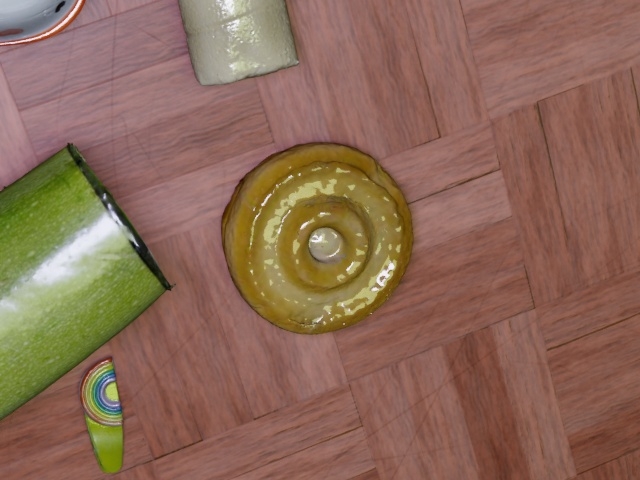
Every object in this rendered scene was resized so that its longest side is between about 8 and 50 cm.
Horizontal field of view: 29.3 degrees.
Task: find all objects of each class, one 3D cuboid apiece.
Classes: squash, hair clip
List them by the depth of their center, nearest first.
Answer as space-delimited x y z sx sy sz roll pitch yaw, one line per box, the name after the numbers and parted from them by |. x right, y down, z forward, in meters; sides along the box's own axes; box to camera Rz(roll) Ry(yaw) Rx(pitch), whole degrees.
-0.413 0.076 1.650 0.384 0.263 0.263 -36 112 -4 | squash
-0.329 0.270 1.851 0.060 0.033 0.188 -9 108 -13 | hair clip

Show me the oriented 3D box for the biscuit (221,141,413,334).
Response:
0.000 0.000 1.832 0.296 0.102 0.296 -4 105 -15 | biscuit

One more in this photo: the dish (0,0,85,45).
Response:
-0.423 -0.376 1.586 0.256 0.117 0.256 -5 108 -16 | dish

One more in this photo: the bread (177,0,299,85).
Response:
-0.114 -0.293 1.692 0.148 0.134 0.141 -11 109 1 | bread
